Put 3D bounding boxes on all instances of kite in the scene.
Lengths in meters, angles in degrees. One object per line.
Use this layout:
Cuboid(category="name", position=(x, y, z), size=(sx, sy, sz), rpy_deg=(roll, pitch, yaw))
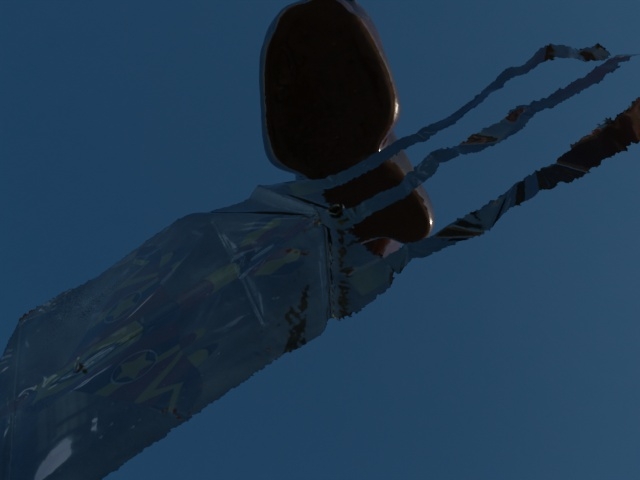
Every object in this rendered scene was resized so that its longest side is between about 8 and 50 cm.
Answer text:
Cuboid(category="kite", position=(-0.001, -0.001, 0.348), size=(0.245, 0.141, 0.015), rpy_deg=(-28, -63, -3))

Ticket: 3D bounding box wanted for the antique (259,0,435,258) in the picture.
Cuboid(category="antique", position=(0.017, -0.085, 0.960), size=(0.121, 0.143, 0.257), rpy_deg=(-16, -73, 5))
